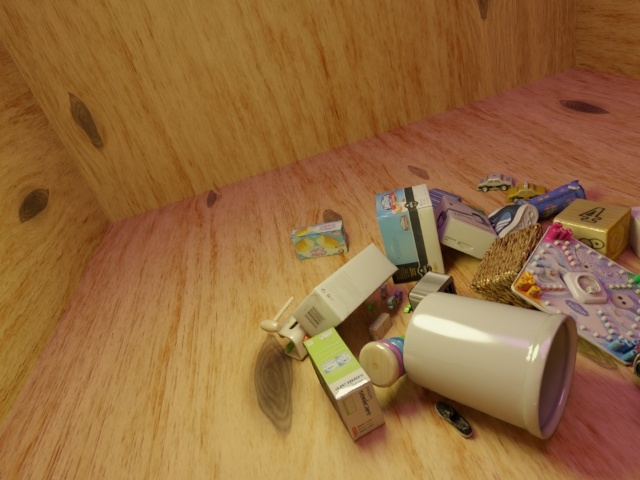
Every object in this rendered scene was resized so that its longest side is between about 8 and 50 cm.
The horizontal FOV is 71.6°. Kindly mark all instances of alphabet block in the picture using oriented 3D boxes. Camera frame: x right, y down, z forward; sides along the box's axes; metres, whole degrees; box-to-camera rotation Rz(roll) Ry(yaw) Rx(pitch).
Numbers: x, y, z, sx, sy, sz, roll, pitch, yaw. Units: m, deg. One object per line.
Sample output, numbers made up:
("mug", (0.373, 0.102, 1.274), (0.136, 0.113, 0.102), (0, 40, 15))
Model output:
("alphabet block", (1.044, -0.028, 1.713), (0.194, 0.192, 0.197), (-35, 35, -24))

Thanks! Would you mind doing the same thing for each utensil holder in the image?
("utensil holder", (0.486, 0.332, 1.286), (0.386, 0.327, 0.328), (9, 39, 43))

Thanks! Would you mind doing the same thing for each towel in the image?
("towel", (0.558, -0.186, 2.403), (0.336, 0.040, 0.243), (-25, 29, -16))

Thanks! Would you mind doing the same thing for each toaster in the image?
("toaster", (0.418, 0.214, 1.651), (0.110, 0.185, 0.168), (9, 38, 45))

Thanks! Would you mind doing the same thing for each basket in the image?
("basket", (0.743, 0.122, 1.650), (0.299, 0.213, 0.223), (-50, 9, -35))

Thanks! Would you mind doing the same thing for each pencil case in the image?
("pencil case", (1.046, -0.173, 2.015), (0.307, 0.133, 0.119), (-19, 62, 0))

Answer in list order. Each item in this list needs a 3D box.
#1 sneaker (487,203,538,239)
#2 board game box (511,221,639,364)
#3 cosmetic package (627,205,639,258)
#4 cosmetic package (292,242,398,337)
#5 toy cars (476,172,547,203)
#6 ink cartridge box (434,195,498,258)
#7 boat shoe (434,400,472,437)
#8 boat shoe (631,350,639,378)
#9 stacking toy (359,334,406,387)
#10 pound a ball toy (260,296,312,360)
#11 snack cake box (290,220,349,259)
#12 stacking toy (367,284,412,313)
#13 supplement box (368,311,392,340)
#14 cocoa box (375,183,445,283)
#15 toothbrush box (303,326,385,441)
("sneaker", (0.786, -0.021, 1.944), (0.322, 0.130, 0.236), (-53, 13, -15))
("board game box", (0.879, 0.146, 1.454), (0.390, 0.050, 0.390), (36, 54, 18))
("cosmetic package", (1.347, -0.046, 1.611), (0.366, 0.155, 0.196), (-8, 30, 17))
("cosmetic package", (0.098, 0.192, 1.676), (0.156, 0.217, 0.385), (48, 48, 10))
("toy cars", (0.974, -0.285, 2.280), (0.177, 0.087, 0.394), (-26, 31, -15))
("ink cartridge box", (0.623, -0.062, 1.932), (0.211, 0.121, 0.289), (20, 26, -3))
("boat shoe", (0.390, 0.515, 1.303), (0.049, 0.040, 0.142), (-29, 32, -18))
("boat shoe", (0.924, 0.354, 1.218), (0.119, 0.120, 0.335), (19, 36, 42))
("stacking toy", (0.277, 0.359, 1.455), (0.141, 0.141, 0.331), (12, 15, 41))
("pound a ball toy", (-0.057, 0.311, 1.719), (0.136, 0.208, 0.319), (10, 39, 40))
("snack cake box", (0.000, 0.000, 2.266), (0.265, 0.152, 0.089), (-9, 31, 16))
("stacking toy", (0.297, 0.229, 1.759), (0.167, 0.052, 0.221), (-1, 13, 28))
("supplement box", (0.228, 0.327, 1.685), (0.036, 0.062, 0.098), (11, 40, 41))
("cocoa box", (0.382, -0.027, 1.906), (0.228, 0.346, 0.231), (-12, 29, 13))
("toothbrush box", (0.071, 0.450, 1.420), (0.122, 0.206, 0.283), (-26, 31, -13))
